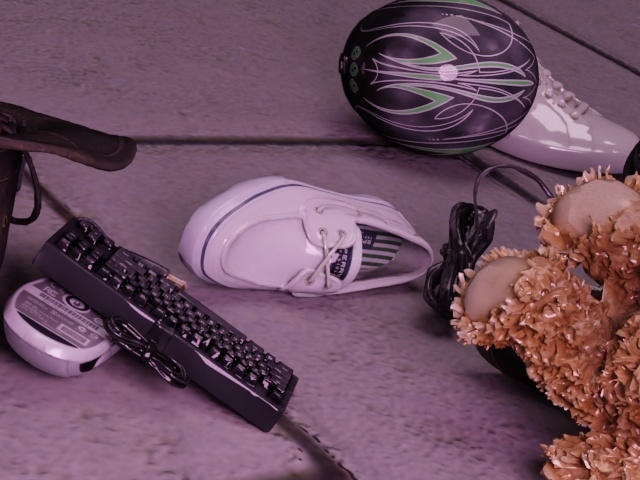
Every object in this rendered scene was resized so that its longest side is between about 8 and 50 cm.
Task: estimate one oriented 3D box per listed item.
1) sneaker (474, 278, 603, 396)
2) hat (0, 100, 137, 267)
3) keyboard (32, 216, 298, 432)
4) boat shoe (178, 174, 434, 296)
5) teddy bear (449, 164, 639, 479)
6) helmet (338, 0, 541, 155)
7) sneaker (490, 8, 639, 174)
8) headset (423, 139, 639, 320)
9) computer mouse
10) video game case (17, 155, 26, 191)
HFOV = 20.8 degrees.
[{"bbox_3d":[0.216,0.095,1.193,0.222,0.083,0.118,13,23,-7],"label":"sneaker"},{"bbox_3d":[-0.279,-0.027,1.069,0.331,0.133,0.331,11,8,-2],"label":"hat"},{"bbox_3d":[-0.095,0.052,1.090,0.180,0.023,0.108,35,22,-2],"label":"keyboard"},{"bbox_3d":[0.000,0.000,1.275,0.076,0.083,0.226,30,25,35],"label":"boat shoe"},{"bbox_3d":[0.239,0.094,1.102,0.338,0.113,0.245,26,54,13],"label":"teddy bear"},{"bbox_3d":[0.115,-0.155,1.635,0.169,0.169,0.161,0,10,-35],"label":"helmet"},{"bbox_3d":[0.196,-0.157,1.749,0.290,0.123,0.106,22,20,12],"label":"sneaker"},{"bbox_3d":[0.282,0.017,1.274,0.394,0.243,0.185,7,38,19],"label":"headset"},{"bbox_3d":[-0.154,0.045,1.114,0.106,0.042,0.193,32,21,4],"label":"computer mouse"},{"bbox_3d":[-0.399,-0.096,1.302,0.275,0.035,0.248,32,27,35],"label":"video game case"}]
